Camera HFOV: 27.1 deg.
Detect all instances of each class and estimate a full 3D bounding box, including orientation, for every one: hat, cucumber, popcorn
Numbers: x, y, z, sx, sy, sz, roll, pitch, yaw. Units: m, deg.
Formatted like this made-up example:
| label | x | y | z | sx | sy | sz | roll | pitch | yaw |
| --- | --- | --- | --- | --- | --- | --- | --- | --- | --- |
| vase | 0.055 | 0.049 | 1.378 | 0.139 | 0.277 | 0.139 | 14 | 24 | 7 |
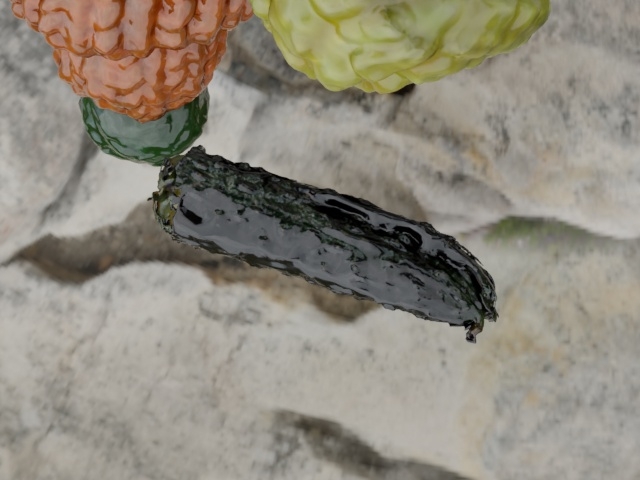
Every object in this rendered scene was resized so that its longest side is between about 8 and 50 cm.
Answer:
| label | x | y | z | sx | sy | sz | roll | pitch | yaw |
| --- | --- | --- | --- | --- | --- | --- | --- | --- | --- |
| hat | -0.183 | -0.206 | 1.189 | 0.285 | 0.285 | 0.400 | 16 | 132 | 0 |
| cucumber | 0.000 | 0.000 | 0.626 | 0.182 | 0.053 | 0.053 | 20 | 123 | 9 |
| popcorn | 0.052 | -0.204 | 0.882 | 0.225 | 0.286 | 0.173 | 0 | 120 | 31 |
